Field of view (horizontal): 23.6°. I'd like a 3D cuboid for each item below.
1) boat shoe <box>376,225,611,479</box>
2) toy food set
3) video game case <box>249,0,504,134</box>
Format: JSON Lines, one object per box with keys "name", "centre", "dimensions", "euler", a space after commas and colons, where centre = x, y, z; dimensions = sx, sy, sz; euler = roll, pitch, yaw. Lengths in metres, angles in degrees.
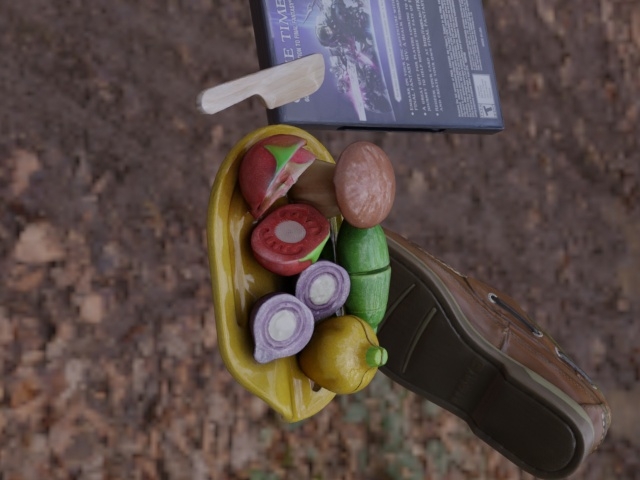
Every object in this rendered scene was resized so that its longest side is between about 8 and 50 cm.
{"name": "boat shoe", "centre": [0.132, 0.093, 1.411], "dimensions": [0.110, 0.307, 0.104], "euler": [-52, 169, 34]}
{"name": "toy food set", "centre": [0.000, 0.000, 0.897], "dimensions": [0.128, 0.071, 0.217], "euler": [-15, 100, -49]}
{"name": "video game case", "centre": [0.054, -0.200, 1.480], "dimensions": [0.274, 0.026, 0.196], "euler": [-2, 77, -35]}
